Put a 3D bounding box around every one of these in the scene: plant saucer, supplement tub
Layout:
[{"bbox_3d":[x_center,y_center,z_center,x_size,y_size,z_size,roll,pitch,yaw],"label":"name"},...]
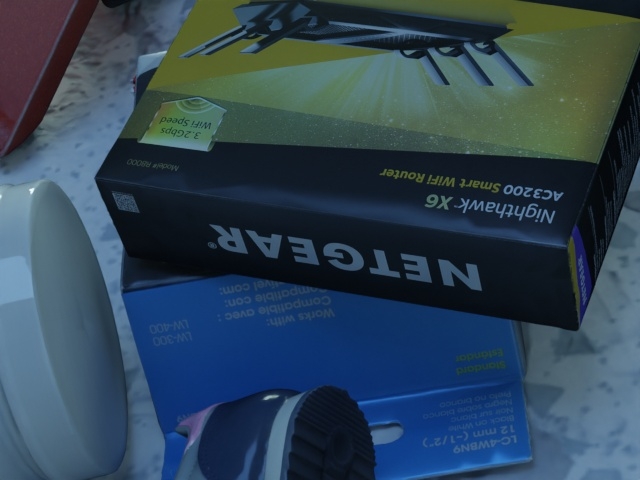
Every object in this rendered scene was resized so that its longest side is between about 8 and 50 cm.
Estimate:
[{"bbox_3d":[-0.258,-0.230,1.431,0.258,0.048,0.259,39,106,39],"label":"plant saucer"},{"bbox_3d":[-0.301,0.089,1.109,0.316,0.228,0.228,-13,46,6],"label":"supplement tub"}]

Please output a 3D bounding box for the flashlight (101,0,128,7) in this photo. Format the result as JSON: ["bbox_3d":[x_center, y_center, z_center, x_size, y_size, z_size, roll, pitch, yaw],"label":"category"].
[{"bbox_3d":[-0.073,-0.312,1.489,0.304,0.103,0.103,-31,51,-10],"label":"flashlight"}]

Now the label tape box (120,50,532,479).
[{"bbox_3d":[0.000,0.000,1.175,0.249,0.115,0.348,-10,45,9],"label":"label tape box"}]

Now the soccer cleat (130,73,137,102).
[{"bbox_3d":[-0.128,-0.103,1.368,0.035,0.029,0.083,-14,49,-7],"label":"soccer cleat"}]

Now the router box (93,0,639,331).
[{"bbox_3d":[0.047,-0.082,1.104,0.309,0.081,0.243,8,52,22],"label":"router box"}]

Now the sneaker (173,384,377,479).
[{"bbox_3d":[-0.067,0.234,0.999,0.131,0.112,0.319,-7,50,38],"label":"sneaker"}]
